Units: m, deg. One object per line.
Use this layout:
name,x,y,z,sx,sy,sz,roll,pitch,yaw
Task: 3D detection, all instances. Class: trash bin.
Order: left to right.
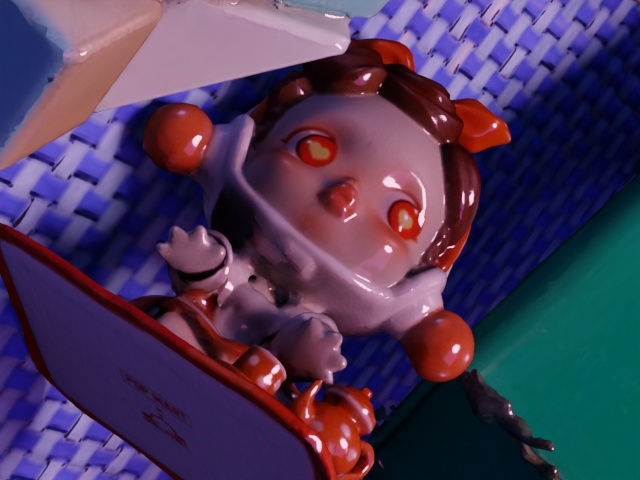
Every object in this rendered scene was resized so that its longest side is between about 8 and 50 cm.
trash bin,0.231,0.079,0.949,0.381,0.295,0.259,-35,169,-27

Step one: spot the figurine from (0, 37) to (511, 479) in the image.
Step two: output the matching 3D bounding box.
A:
figurine,0.000,0.000,0.803,0.226,0.183,0.160,-48,158,-24

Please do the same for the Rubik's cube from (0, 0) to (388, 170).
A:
Rubik's cube,-0.077,-0.164,0.501,0.224,0.265,0.213,8,144,-32

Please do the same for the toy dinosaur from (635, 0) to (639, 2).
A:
toy dinosaur,0.151,-0.217,0.789,0.207,0.113,0.327,-27,136,-25
